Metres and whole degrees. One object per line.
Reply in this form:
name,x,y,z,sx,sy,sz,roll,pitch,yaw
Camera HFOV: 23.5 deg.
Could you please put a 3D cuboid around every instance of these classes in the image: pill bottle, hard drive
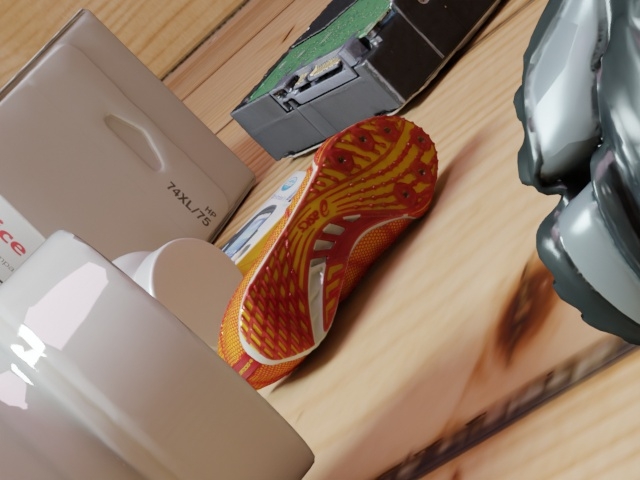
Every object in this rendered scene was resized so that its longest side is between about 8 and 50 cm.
pill bottle,-0.112,0.059,0.889,0.160,0.087,0.087,-33,17,43
pill bottle,-0.145,0.146,0.525,0.301,0.169,0.169,-47,12,-9
hard drive,0.094,-0.209,1.145,0.339,0.064,0.237,-49,13,-21

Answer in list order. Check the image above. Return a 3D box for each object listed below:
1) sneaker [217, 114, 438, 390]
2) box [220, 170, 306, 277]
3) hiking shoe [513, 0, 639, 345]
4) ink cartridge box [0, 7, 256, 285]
sneaker,0.000,0.000,0.779,0.175,0.064,0.067,-50,3,-32
box,-0.034,0.001,0.964,0.136,0.028,0.081,-49,12,-7
hiking shoe,0.108,-0.128,0.412,0.113,0.304,0.132,-9,-8,-43
ink cartridge box,-0.232,-0.010,1.252,0.270,0.198,0.197,-33,16,46
